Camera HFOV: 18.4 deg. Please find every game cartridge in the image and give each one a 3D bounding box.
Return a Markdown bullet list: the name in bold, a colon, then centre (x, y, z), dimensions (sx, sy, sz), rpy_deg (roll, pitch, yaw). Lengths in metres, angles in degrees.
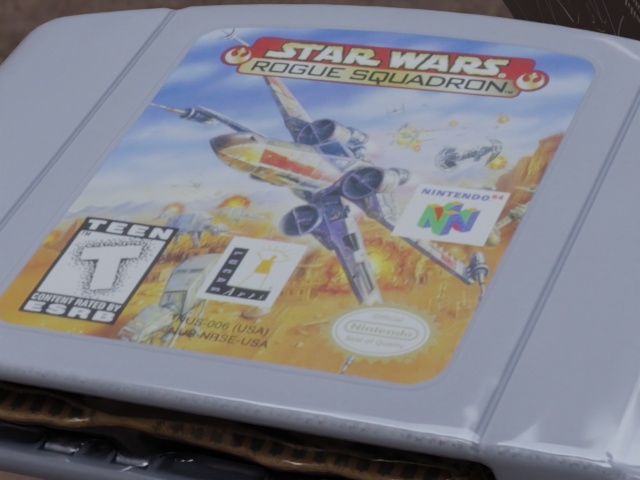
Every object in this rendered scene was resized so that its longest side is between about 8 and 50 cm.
- **game cartridge**: centre (0.000, 0.000, 0.612), dimensions (0.297, 0.062, 0.198), rpy_deg (7, 46, 23)

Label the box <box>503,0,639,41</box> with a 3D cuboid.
- **box**: centre (0.238, -0.183, 1.114), dimensions (0.212, 0.395, 0.293), rpy_deg (-28, 72, -4)
